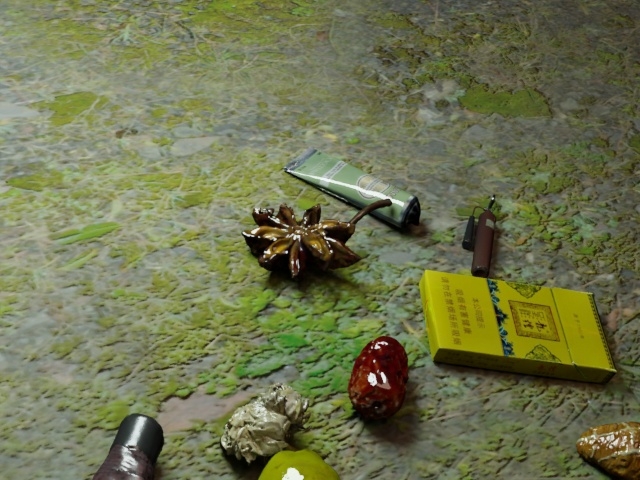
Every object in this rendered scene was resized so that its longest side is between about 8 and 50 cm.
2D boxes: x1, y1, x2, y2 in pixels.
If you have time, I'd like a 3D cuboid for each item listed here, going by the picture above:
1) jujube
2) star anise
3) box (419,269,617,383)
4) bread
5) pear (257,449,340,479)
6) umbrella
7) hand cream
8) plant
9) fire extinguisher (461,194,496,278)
[{"bbox_3d":[0.078,0.177,1.277,0.077,0.077,0.129,19,38,-2],"label":"jujube"},{"bbox_3d":[0.003,-0.002,1.419,0.234,0.073,0.177,-6,39,-3],"label":"star anise"},{"bbox_3d":[0.288,0.127,1.432,0.279,0.041,0.153,8,43,-12],"label":"box"},{"bbox_3d":[0.463,0.296,1.302,0.233,0.076,0.105,16,42,-3],"label":"bread"},{"bbox_3d":[-0.022,0.301,1.096,0.107,0.107,0.131,-1,53,-22],"label":"pear"},{"bbox_3d":[-0.225,0.317,1.009,0.094,0.090,0.326,2,42,12],"label":"umbrella"},{"bbox_3d":[0.058,-0.087,1.553,0.235,0.055,0.086,28,40,19],"label":"hand cream"},{"bbox_3d":[-0.053,0.239,1.177,0.116,0.104,0.122,-42,95,-15],"label":"plant"},{"bbox_3d":[0.256,-0.005,1.561,0.049,0.035,0.173,-10,37,24],"label":"fire extinguisher"}]
